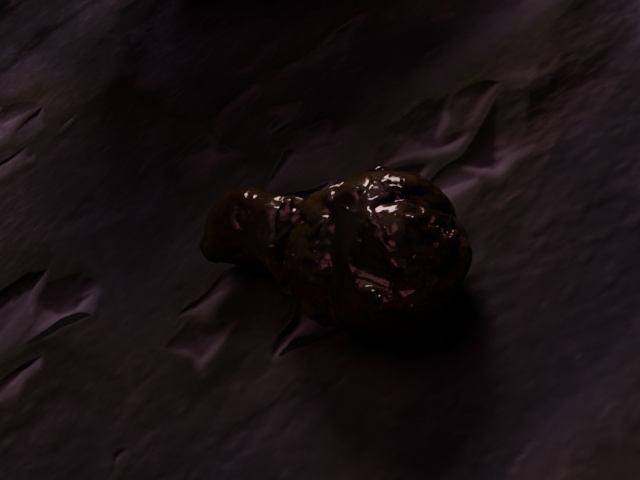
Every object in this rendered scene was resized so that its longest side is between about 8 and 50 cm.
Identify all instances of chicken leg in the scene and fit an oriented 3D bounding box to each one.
[{"bbox_3d":[0.002,0.001,0.674,0.198,0.069,0.085,9,79,55],"label":"chicken leg"}]
